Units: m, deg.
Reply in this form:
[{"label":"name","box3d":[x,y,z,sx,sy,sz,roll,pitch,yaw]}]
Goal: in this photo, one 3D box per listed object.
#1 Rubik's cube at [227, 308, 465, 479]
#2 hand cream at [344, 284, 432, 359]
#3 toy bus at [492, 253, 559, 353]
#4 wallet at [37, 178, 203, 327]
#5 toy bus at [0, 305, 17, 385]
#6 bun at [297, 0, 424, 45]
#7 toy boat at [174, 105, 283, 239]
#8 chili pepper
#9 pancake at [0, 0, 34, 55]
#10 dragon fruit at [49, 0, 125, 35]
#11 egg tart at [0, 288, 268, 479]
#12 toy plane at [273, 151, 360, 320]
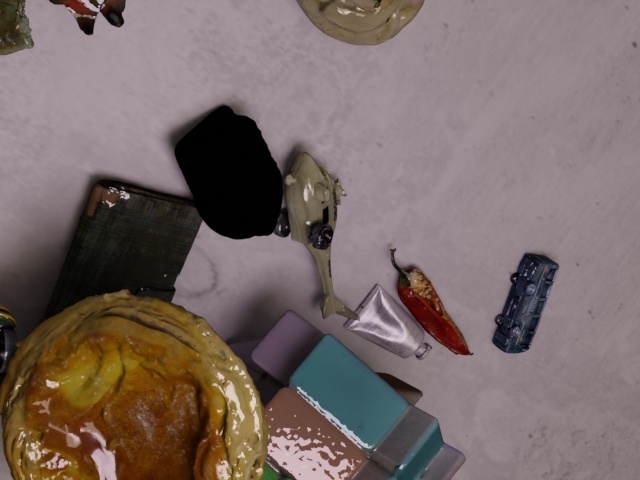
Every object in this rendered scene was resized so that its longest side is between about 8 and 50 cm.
[{"label":"Rubik's cube","box3d":[-0.017,0.307,1.693,0.358,0.368,0.387,-51,126,-13]},{"label":"hand cream","box3d":[0.113,0.138,1.890,0.142,0.053,0.084,37,93,-20]},{"label":"toy bus","box3d":[0.335,0.104,1.984,0.065,0.047,0.166,5,111,-34]},{"label":"wallet","box3d":[-0.281,0.075,1.646,0.169,0.044,0.317,14,107,-34]},{"label":"toy bus","box3d":[-0.491,0.211,1.538,0.145,0.151,0.331,6,112,-30]},{"label":"bun","box3d":[0.061,-0.365,1.566,0.210,0.116,0.237,-41,126,-5]},{"label":"toy boat","box3d":[-0.111,-0.075,1.630,0.116,0.061,0.188,-44,128,-29]},{"label":"chili pepper","box3d":[0.167,0.106,1.898,0.050,0.059,0.268,-19,132,23]},{"label":"pancake","box3d":[-0.374,-0.326,1.336,0.253,0.037,0.253,2,112,5]},{"label":"dragon fruit","box3d":[-0.270,-0.326,1.414,0.130,0.121,0.142,-25,147,-7]},{"label":"egg tart","box3d":[-0.219,0.216,1.473,0.352,0.150,0.352,4,104,15]},{"label":"toy plane","box3d":[0.000,0.000,1.740,0.108,0.092,0.286,-34,127,-40]}]
